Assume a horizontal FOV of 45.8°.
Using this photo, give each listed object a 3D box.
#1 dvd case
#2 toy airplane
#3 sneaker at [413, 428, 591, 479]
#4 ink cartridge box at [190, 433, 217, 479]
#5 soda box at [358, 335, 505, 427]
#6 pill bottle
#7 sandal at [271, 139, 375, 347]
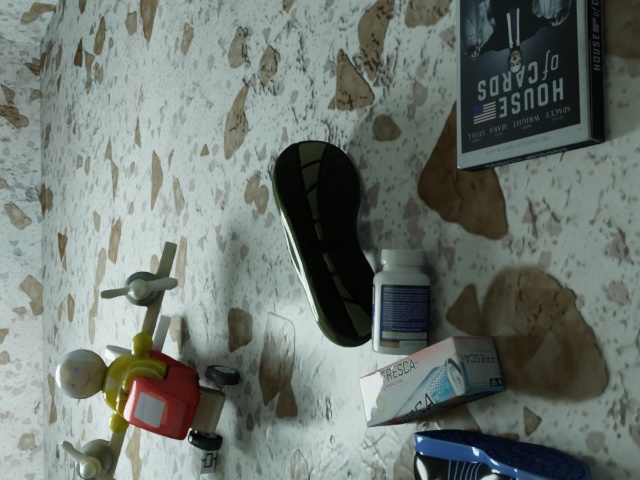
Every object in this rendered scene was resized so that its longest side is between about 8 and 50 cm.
[{"bbox_3d":[0.205,-0.200,0.766,0.179,0.030,0.238,-8,79,58],"label":"dvd case"},{"bbox_3d":[-0.344,0.243,1.375,0.384,0.272,0.386,-48,40,39],"label":"toy airplane"},{"bbox_3d":[0.170,0.244,0.736,0.232,0.081,0.090,170,99,-65],"label":"sneaker"},{"bbox_3d":[-0.212,0.392,1.382,0.048,0.028,0.083,25,108,57],"label":"ink cartridge box"},{"bbox_3d":[0.117,0.160,0.843,0.183,0.058,0.063,-38,55,51],"label":"soda box"},{"bbox_3d":[0.094,0.071,0.881,0.067,0.067,0.120,-2,85,58],"label":"pill bottle"},{"bbox_3d":[-0.001,0.001,1.006,0.086,0.120,0.302,126,138,-61],"label":"sandal"}]
